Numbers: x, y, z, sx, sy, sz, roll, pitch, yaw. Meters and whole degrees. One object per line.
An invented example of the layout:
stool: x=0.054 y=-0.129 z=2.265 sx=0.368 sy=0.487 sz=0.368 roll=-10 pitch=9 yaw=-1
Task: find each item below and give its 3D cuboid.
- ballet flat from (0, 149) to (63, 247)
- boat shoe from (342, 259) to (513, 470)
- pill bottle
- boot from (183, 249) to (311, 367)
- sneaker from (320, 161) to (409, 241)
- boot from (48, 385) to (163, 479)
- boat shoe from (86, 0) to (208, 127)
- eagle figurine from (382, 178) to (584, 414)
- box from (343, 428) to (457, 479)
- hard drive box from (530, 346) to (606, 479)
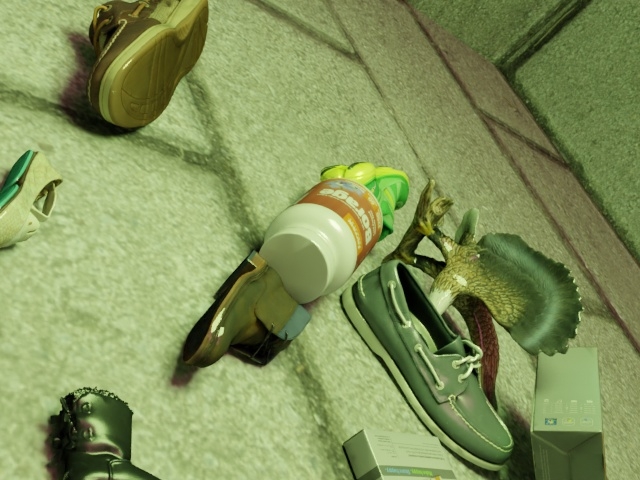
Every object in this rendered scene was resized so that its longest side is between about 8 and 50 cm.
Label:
ballet flat: x=-0.275 y=-0.030 z=0.738 sx=0.052 sy=0.057 sz=0.168 roll=47 pitch=24 yaw=-25
boat shoe: x=0.162 y=0.165 z=1.077 sx=0.319 sy=0.099 sz=0.116 roll=51 pitch=26 yaw=7
pill bottle: x=0.000 y=0.000 z=1.036 sx=0.121 sy=0.121 sz=0.216 roll=47 pitch=26 yaw=-2
boot: x=-0.068 y=0.091 z=0.852 sx=0.106 sy=0.082 sz=0.219 roll=41 pitch=25 yaw=-7
sneaker: x=0.069 y=-0.057 z=1.271 sx=0.295 sy=0.109 sz=0.123 roll=-6 pitch=93 yaw=-69
boot: x=-0.159 y=0.175 z=0.642 sx=0.121 sy=0.045 sz=0.099 roll=27 pitch=29 yaw=-35
boat shoe: x=-0.247 y=-0.252 z=1.051 sx=0.123 sy=0.123 sz=0.342 roll=15 pitch=35 yaw=1
eagle figurine: x=0.230 y=0.084 z=1.196 sx=0.298 sy=0.225 sz=0.226 roll=43 pitch=-1 yaw=17
box: x=0.113 y=0.302 z=0.881 sx=0.145 sy=0.038 sz=0.186 roll=20 pitch=38 yaw=-44
hard drive box: x=0.350 y=0.280 z=1.120 sx=0.232 sy=0.089 sz=0.181 roll=-52 pitch=135 yaw=-64
